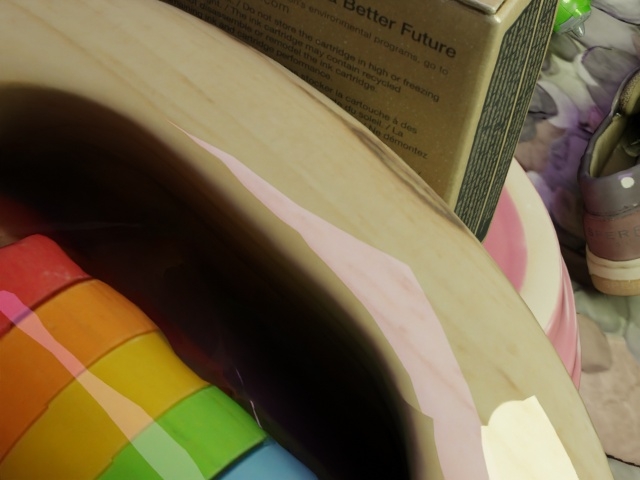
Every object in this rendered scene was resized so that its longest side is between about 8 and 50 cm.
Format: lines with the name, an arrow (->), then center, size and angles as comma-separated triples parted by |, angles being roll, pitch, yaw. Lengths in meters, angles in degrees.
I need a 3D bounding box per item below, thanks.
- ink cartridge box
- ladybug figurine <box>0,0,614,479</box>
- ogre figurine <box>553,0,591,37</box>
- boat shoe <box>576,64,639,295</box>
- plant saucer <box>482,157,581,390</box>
ink cartridge box -> -0.027, -0.090, 0.625 | 0.234, 0.193, 0.088 | 29, 49, 15
ladybug figurine -> -0.075, 0.088, 0.549 | 0.305, 0.162, 0.449 | -42, 75, -11
ogre figurine -> 0.141, -0.218, 1.054 | 0.197, 0.097, 0.118 | 51, 26, -40
boat shoe -> 0.235, -0.076, 0.948 | 0.103, 0.092, 0.285 | 0, 34, 33
plant saucer -> 0.000, 0.000, 0.774 | 0.332, 0.084, 0.332 | 15, 45, -16
